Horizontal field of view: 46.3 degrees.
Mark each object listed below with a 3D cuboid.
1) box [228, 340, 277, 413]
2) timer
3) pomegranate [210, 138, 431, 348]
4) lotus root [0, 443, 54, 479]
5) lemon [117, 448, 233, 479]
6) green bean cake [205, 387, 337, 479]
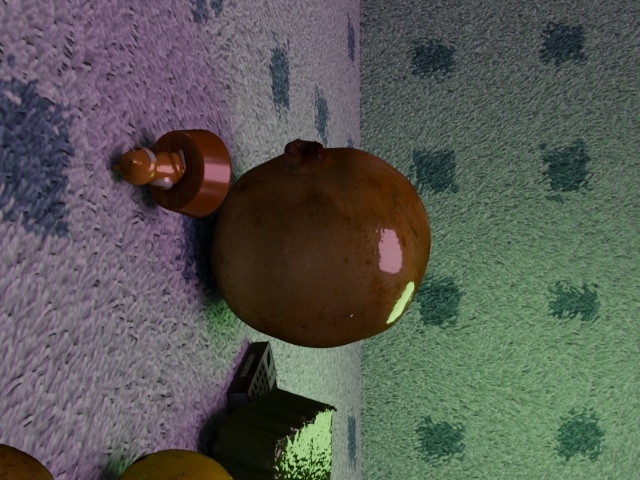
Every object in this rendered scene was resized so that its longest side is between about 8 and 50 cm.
[{"bbox_3d":[-0.122,0.394,1.553,0.180,0.047,0.325,-67,154,-63],"label":"box"},{"bbox_3d":[-0.222,-0.101,1.055,0.152,0.132,0.132,2,86,-57],"label":"timer"},{"bbox_3d":[0.000,0.000,1.384,0.416,0.416,0.417,-2,90,-78],"label":"pomegranate"},{"bbox_3d":[-0.297,0.237,0.571,0.314,0.141,0.169,43,43,-60],"label":"lotus root"},{"bbox_3d":[-0.189,0.357,0.966,0.206,0.173,0.173,70,21,-66],"label":"lemon"},{"bbox_3d":[-0.089,0.422,1.359,0.247,0.156,0.250,-19,115,-60],"label":"green bean cake"}]
